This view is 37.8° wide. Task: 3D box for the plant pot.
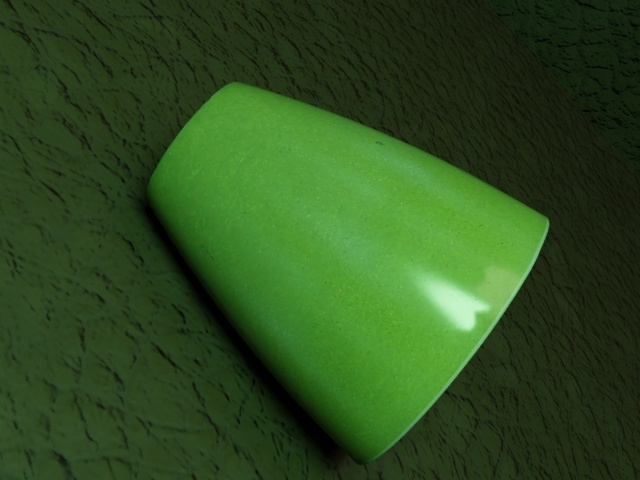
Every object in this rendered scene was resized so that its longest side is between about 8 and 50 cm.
[{"bbox_3d":[0.000,0.000,0.835,0.294,0.274,0.275,37,35,1],"label":"plant pot"}]
